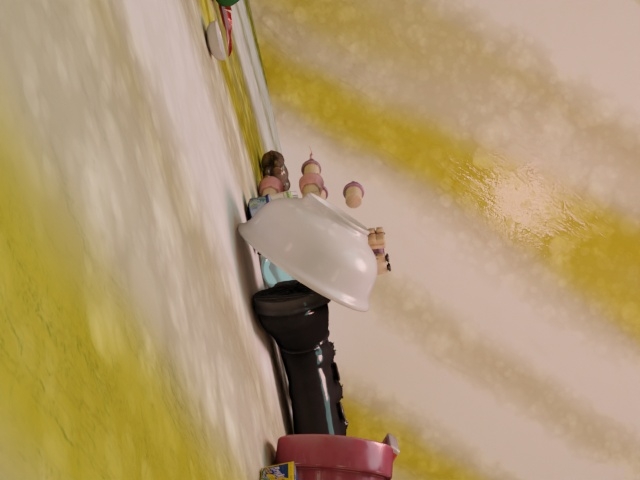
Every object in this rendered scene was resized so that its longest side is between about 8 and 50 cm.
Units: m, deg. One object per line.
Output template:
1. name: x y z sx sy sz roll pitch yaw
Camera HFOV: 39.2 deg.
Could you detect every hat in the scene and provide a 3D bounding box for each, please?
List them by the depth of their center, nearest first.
1. hat: -0.250 -0.580 2.146 0.208 0.184 0.173 35 3 -11

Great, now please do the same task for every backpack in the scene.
1. backpack: -0.111 -0.042 1.939 0.105 0.084 0.114 -104 178 -72

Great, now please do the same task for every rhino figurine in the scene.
1. rhino figurine: -0.122 -0.160 2.597 0.243 0.073 0.106 78 4 -49

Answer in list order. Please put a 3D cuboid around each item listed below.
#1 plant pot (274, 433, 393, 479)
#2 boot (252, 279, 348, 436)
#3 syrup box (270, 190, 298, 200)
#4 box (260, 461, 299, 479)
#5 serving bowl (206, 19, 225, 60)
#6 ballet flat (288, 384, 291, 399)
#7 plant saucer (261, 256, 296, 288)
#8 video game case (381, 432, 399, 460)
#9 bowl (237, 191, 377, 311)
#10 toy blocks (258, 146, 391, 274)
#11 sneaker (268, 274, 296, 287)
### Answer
1. plant pot: 0.018 0.429 1.496 0.201 0.201 0.180 74 21 -68
2. boot: -0.026 0.312 1.795 0.367 0.146 0.446 -15 101 -81
3. syrup box: -0.080 0.007 2.140 0.093 0.096 0.237 -13 89 -78
4. box: -0.047 0.423 1.353 0.059 0.054 0.169 -97 174 -73
5. serving bowl: -0.220 -0.413 1.865 0.083 0.027 0.083 -12 90 -89
6. ballet flat: -0.049 0.245 2.002 0.084 0.058 0.250 -5 85 -43
7. plant saucer: -0.085 0.069 2.006 0.021 0.119 0.119 -27 -109 53
8. video game case: 0.073 0.529 1.827 0.285 0.025 0.204 -57 175 -3
9. bowl: 0.000 0.000 1.709 0.134 0.297 0.298 -58 -177 6
10. toy blocks: 0.012 -0.070 2.381 0.260 0.308 0.289 -88 167 -57
11. sneaker: -0.073 0.119 2.062 0.069 0.083 0.186 -91 168 -81
